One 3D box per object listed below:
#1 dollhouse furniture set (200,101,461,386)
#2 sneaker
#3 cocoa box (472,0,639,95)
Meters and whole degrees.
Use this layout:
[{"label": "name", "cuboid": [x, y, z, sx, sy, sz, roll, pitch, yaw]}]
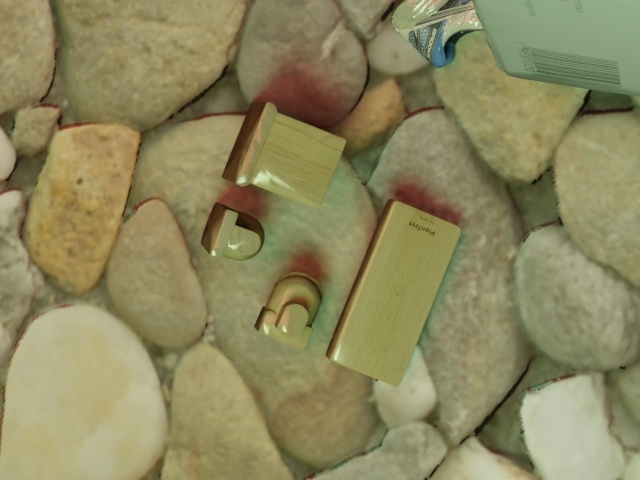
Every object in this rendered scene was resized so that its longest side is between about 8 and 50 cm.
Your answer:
[{"label": "dollhouse furniture set", "cuboid": [0.000, 0.000, 1.198, 0.151, 0.123, 0.144, 22, 91, -9]}, {"label": "sneaker", "cuboid": [0.115, -0.165, 1.167, 0.135, 0.052, 0.058, -38, 78, 22]}, {"label": "cocoa box", "cuboid": [0.211, -0.219, 0.944, 0.231, 0.347, 0.228, 10, 85, 13]}]
